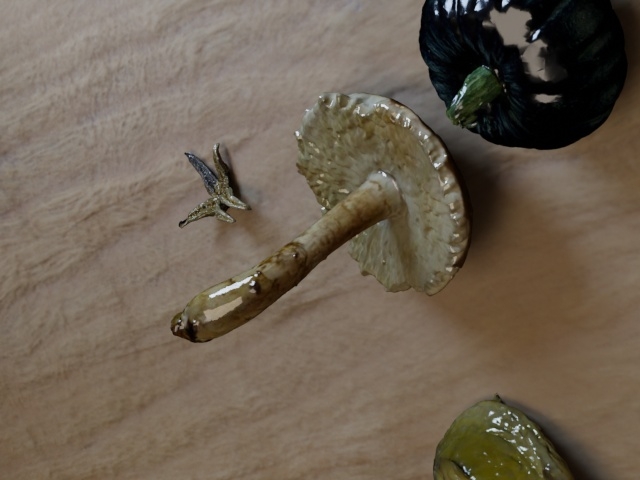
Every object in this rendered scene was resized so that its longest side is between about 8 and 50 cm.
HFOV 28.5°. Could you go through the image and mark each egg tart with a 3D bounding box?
[{"bbox_3d":[0.197,0.303,1.411,0.232,0.098,0.252,-29,74,58],"label":"egg tart"}]

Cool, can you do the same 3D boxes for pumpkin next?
[{"bbox_3d":[0.179,-0.169,1.120,0.194,0.150,0.194,8,117,16],"label":"pumpkin"}]

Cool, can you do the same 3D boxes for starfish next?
[{"bbox_3d":[-0.136,-0.055,1.575,0.130,0.041,0.133,-47,54,44],"label":"starfish"}]

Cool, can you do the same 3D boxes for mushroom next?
[{"bbox_3d":[0.029,0.011,1.288,0.208,0.302,0.233,34,162,-26],"label":"mushroom"}]
